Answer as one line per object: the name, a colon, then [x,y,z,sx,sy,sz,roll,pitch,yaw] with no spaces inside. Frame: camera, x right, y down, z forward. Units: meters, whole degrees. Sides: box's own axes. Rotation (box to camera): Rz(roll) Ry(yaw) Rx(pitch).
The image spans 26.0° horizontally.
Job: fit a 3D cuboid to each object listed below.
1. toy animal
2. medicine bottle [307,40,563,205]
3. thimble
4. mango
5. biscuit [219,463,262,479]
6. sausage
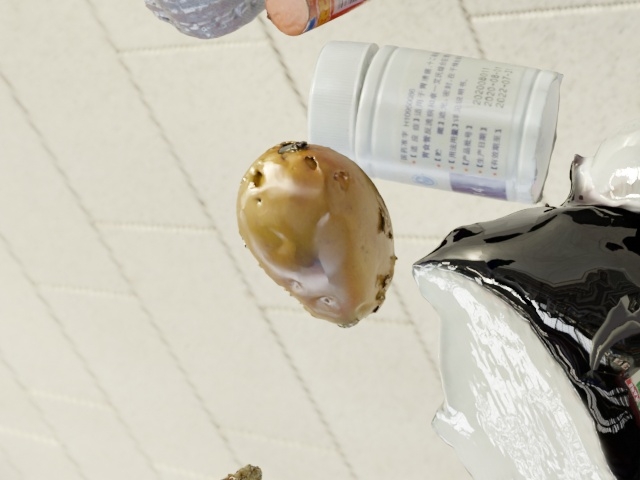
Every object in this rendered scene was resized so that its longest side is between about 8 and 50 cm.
toy animal: [0.239,0.053,0.934,0.251,0.310,0.251,43,149,35]
medicine bottle: [0.155,-0.167,1.930,0.332,0.190,0.190,11,138,15]
thimble: [-0.167,-0.425,2.007,0.205,0.236,0.172,38,174,29]
mango: [0.000,0.000,1.530,0.156,0.151,0.248,-16,135,11]
biscuit: [-0.123,0.215,0.925,0.025,0.131,0.231,56,145,11]
sausage: [0.038,-0.332,1.760,0.074,0.274,0.074,20,126,30]
